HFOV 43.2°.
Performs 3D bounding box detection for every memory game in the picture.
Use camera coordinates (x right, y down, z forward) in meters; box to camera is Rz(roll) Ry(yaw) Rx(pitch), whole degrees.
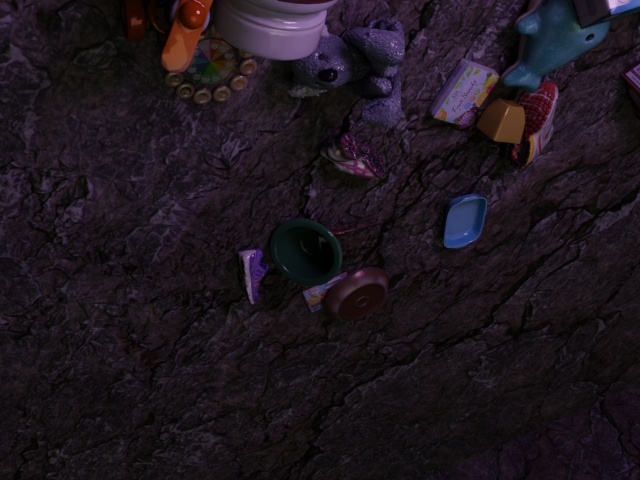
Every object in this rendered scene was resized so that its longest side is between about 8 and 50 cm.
[{"bbox_3d":[-0.206,-0.335,1.532,0.186,0.012,0.186,-14,138,-13],"label":"memory game"}]

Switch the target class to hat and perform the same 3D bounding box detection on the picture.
[{"bbox_3d":[0.000,0.000,1.987,0.208,0.183,0.173,27,119,5],"label":"hat"}]

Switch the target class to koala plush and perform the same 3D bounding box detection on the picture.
[{"bbox_3d":[0.044,-0.342,1.561,0.221,0.203,0.196,0,127,1],"label":"koala plush"}]

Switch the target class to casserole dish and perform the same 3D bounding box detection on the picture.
[{"bbox_3d":[0.370,-0.056,2.111,0.114,0.037,0.188,-15,139,-13],"label":"casserole dish"}]

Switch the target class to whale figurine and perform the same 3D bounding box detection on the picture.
[{"bbox_3d":[0.500,-0.420,1.710,0.216,0.141,0.272,9,126,-35],"label":"whale figurine"}]

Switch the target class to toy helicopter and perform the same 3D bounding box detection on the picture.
[{"bbox_3d":[-0.225,-0.423,1.257,0.140,0.235,0.355,-8,136,-20],"label":"toy helicopter"}]

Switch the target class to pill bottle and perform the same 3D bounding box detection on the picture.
[{"bbox_3d":[-0.045,-0.502,1.276,0.224,0.224,0.392,-3,135,-25],"label":"pill bottle"}]

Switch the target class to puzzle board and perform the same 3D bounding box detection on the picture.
[{"bbox_3d":[0.022,0.141,2.156,0.128,0.011,0.096,-25,140,-3],"label":"puzzle board"}]

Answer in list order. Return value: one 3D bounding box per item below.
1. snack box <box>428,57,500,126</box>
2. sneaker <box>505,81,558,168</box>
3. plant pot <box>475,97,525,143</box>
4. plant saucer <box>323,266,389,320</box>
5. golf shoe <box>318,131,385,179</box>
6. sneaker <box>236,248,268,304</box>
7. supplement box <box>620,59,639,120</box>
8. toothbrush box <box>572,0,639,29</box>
[{"bbox_3d":[0.318,-0.327,1.795,0.100,0.037,0.141,9,128,-33],"label":"snack box"},{"bbox_3d":[0.511,-0.281,1.925,0.092,0.088,0.225,-25,145,-34],"label":"sneaker"},{"bbox_3d":[0.424,-0.281,1.870,0.081,0.081,0.083,2,122,-29],"label":"plant pot"},{"bbox_3d":[0.105,0.154,2.180,0.198,0.036,0.199,-20,140,-17],"label":"plant saucer"},{"bbox_3d":[0.075,-0.182,1.812,0.086,0.068,0.186,-19,148,35],"label":"golf shoe"},{"bbox_3d":[-0.159,0.089,1.966,0.071,0.068,0.170,-18,139,-19],"label":"sneaker"},{"bbox_3d":[0.816,-0.349,1.980,0.080,0.104,0.188,-35,139,11],"label":"supplement box"},{"bbox_3d":[0.629,-0.563,1.559,0.295,0.126,0.216,-20,95,-8],"label":"toothbrush box"}]
